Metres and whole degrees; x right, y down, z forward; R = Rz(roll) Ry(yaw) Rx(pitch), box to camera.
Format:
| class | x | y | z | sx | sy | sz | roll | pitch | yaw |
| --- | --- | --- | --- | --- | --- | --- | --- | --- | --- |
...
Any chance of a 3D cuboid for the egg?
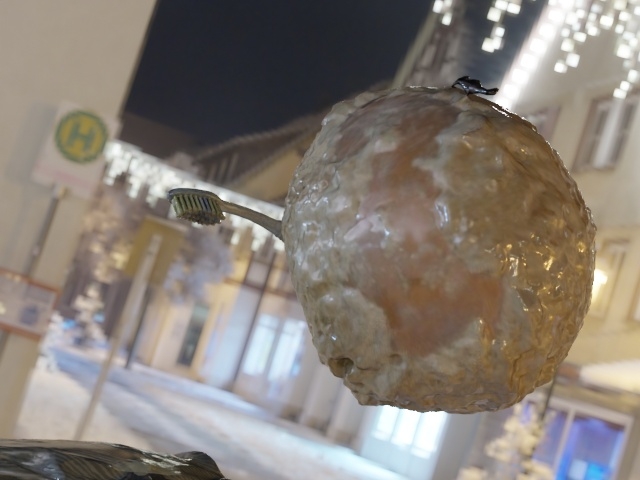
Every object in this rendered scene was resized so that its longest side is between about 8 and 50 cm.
| class | x | y | z | sx | sy | sz | roll | pitch | yaw |
| --- | --- | --- | --- | --- | --- | --- | --- | --- | --- |
| egg | 0.098 | 0.008 | 1.156 | 0.279 | 0.279 | 0.310 | 20 | 29 | -28 |

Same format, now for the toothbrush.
| class | x | y | z | sx | sy | sz | roll | pitch | yaw |
| --- | --- | --- | --- | --- | --- | --- | --- | --- | --- |
| toothbrush | 0.000 | 0.000 | 1.426 | 0.375 | 0.028 | 0.037 | 15 | 39 | -38 |

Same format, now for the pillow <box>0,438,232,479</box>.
| class | x | y | z | sx | sy | sz | roll | pitch | yaw |
| --- | --- | --- | --- | --- | --- | --- | --- | --- | --- |
| pillow | -0.165 | 0.132 | 0.603 | 0.335 | 0.093 | 0.161 | -1 | -5 | 12 |
